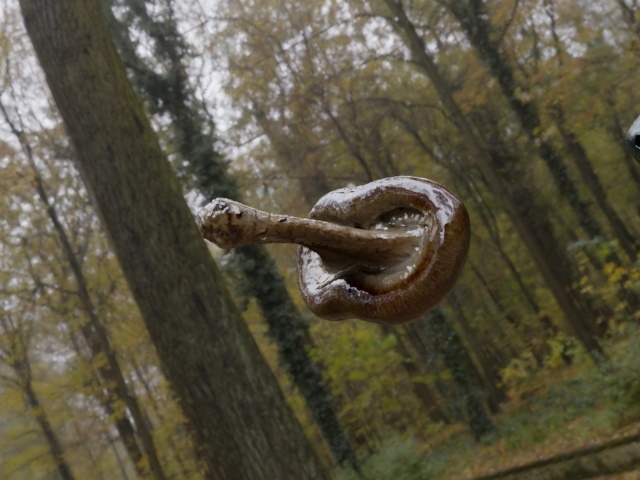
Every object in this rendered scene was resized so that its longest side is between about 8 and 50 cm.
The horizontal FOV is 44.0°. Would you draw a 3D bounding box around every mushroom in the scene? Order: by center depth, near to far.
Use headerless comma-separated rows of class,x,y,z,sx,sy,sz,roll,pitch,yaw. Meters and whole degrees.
mushroom,0.000,0.000,0.718,0.217,0.148,0.227,13,-20,-40

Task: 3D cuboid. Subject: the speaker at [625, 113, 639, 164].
speaker,0.237,-0.068,0.494,0.075,0.060,0.094,-52,-31,7
